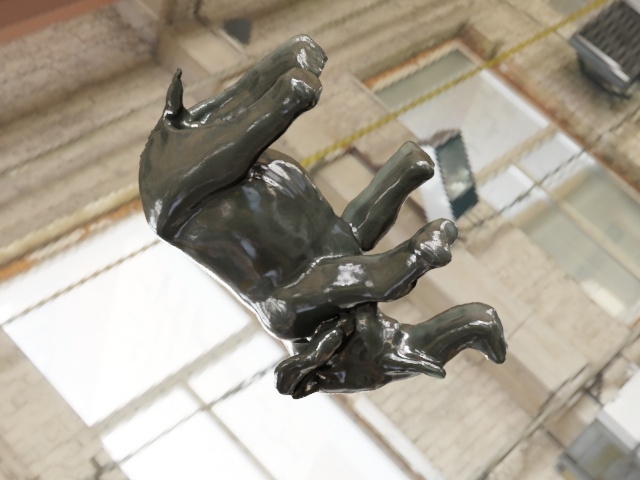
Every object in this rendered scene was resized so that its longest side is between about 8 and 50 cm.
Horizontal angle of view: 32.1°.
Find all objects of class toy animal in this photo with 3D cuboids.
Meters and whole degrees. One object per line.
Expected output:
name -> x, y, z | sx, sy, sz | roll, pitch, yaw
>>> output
toy animal -> 0.002, -0.001, 0.638 | 0.146, 0.245, 0.114 | -40, 4, 24
